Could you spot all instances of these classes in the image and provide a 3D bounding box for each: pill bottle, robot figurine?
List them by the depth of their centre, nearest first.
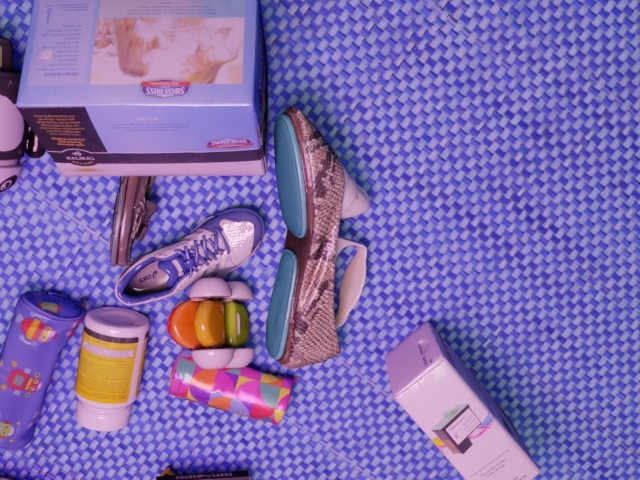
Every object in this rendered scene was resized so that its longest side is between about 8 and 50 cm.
[{"bbox_3d":[-0.586,-0.209,1.255,0.209,0.173,0.278,9,102,-3],"label":"robot figurine"},{"bbox_3d":[-0.391,0.239,1.382,0.119,0.119,0.208,11,102,-3],"label":"pill bottle"}]

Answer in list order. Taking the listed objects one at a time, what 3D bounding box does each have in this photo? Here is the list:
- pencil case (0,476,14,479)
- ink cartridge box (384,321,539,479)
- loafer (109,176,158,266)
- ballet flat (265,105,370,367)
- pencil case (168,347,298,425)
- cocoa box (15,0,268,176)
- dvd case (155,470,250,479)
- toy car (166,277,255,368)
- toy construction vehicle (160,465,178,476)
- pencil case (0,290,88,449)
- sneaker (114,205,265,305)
[{"bbox_3d":[-0.538,0.548,1.429,0.410,0.160,0.183,15,116,-3],"label":"pencil case"},{"bbox_3d":[0.250,0.310,1.358,0.117,0.201,0.278,-39,100,7],"label":"ink cartridge box"},{"bbox_3d":[-0.319,-0.083,1.313,0.084,0.096,0.267,7,88,-16],"label":"loafer"},{"bbox_3d":[0.000,0.000,1.332,0.182,0.164,0.482,-4,109,-21],"label":"ballet flat"},{"bbox_3d":[-0.167,0.276,1.406,0.236,0.104,0.104,17,102,-6],"label":"pencil case"},{"bbox_3d":[-0.262,-0.249,1.179,0.347,0.228,0.231,0,68,0],"label":"cocoa box"},{"bbox_3d":[-0.232,0.560,1.427,0.179,0.029,0.238,2,104,-17],"label":"dvd case"},{"bbox_3d":[-0.202,0.153,1.345,0.136,0.182,0.159,-7,80,22],"label":"toy car"},{"bbox_3d":[-0.286,0.508,1.464,0.035,0.086,0.098,-34,116,23],"label":"toy construction vehicle"},{"bbox_3d":[-0.543,0.232,1.377,0.119,0.133,0.306,22,103,-18],"label":"pencil case"},{"bbox_3d":[-0.231,0.041,1.335,0.296,0.131,0.112,-30,99,5],"label":"sneaker"}]
